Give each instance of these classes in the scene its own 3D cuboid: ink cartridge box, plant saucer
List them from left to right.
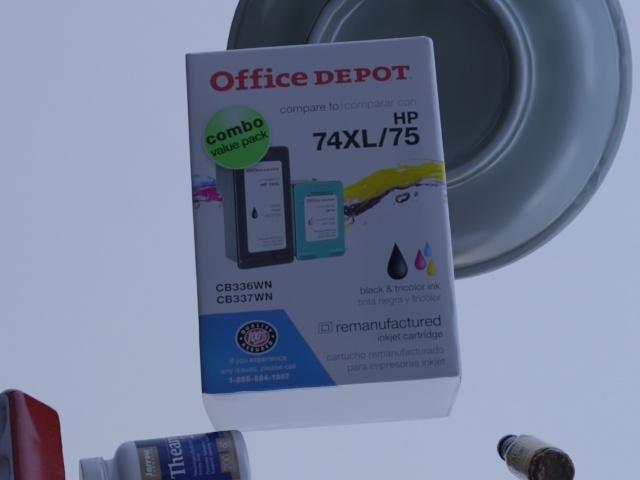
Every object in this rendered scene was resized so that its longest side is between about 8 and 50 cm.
[{"bbox_3d":[0.000,0.000,1.556,0.197,0.198,0.270,88,-2,-76],"label":"ink cartridge box"},{"bbox_3d":[0.095,-0.157,1.869,0.100,0.400,0.400,-18,87,-80],"label":"plant saucer"}]

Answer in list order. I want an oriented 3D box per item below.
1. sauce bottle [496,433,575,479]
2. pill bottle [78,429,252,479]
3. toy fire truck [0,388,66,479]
[{"bbox_3d":[0.185,0.193,1.719,0.128,0.042,0.042,-173,-115,-78],"label":"sauce bottle"},{"bbox_3d":[-0.113,0.176,1.425,0.067,0.120,0.067,175,-90,-78],"label":"pill bottle"},{"bbox_3d":[-0.237,0.251,1.155,0.254,0.169,0.302,-47,-152,17],"label":"toy fire truck"}]
